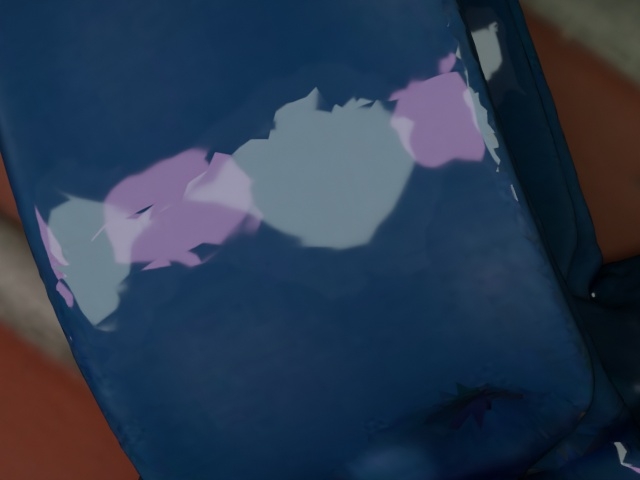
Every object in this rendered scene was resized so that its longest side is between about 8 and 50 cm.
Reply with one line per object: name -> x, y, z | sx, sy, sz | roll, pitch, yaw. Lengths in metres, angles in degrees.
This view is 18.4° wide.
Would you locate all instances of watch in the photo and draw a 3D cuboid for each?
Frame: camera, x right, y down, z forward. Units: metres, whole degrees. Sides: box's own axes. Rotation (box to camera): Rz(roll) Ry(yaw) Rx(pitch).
watch -> 0.000, 0.000, 0.582 | 0.241, 0.305, 0.274 | -19, 104, 9
